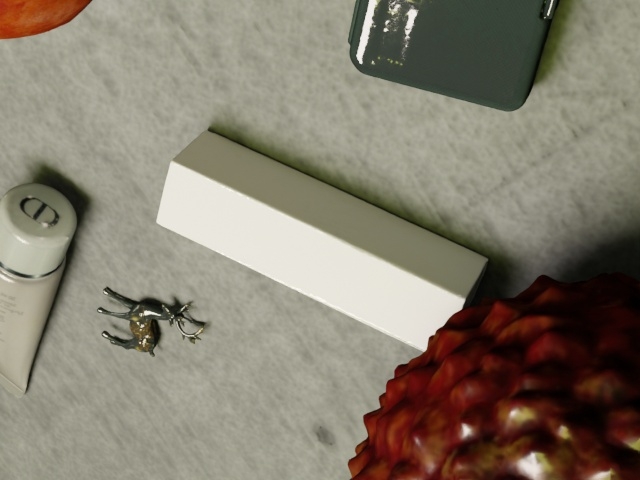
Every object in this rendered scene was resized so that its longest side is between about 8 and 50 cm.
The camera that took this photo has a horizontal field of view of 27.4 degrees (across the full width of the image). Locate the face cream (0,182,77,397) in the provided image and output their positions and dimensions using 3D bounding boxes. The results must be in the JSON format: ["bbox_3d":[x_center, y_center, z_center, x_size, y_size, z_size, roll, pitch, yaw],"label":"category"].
[{"bbox_3d":[-0.343,0.059,1.413,0.143,0.089,0.314,36,135,0],"label":"face cream"}]

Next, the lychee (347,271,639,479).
[{"bbox_3d":[0.245,0.231,1.044,0.499,0.424,0.425,-11,114,39],"label":"lychee"}]

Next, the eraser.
[{"bbox_3d":[0.000,0.001,1.217,0.298,0.078,0.076,25,126,9],"label":"eraser"}]

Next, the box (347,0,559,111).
[{"bbox_3d":[0.115,-0.223,1.037,0.160,0.050,0.230,15,124,5],"label":"box"}]

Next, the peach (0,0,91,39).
[{"bbox_3d":[-0.289,-0.278,1.073,0.232,0.256,0.232,19,122,34],"label":"peach"}]

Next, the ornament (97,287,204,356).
[{"bbox_3d":[-0.176,0.092,1.387,0.125,0.028,0.073,7,121,23],"label":"ornament"}]
